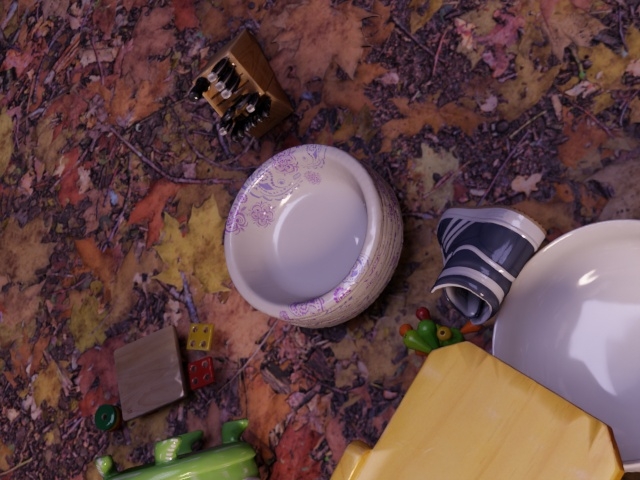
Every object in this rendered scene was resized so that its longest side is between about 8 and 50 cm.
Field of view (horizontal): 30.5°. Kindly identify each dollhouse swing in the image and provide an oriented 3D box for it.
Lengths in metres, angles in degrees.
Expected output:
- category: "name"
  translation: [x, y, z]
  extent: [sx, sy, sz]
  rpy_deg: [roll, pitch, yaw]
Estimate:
- category: "dollhouse swing"
  translation: [0.231, 0.361, 1.561]
  extent: [0.347, 0.315, 0.305]
  rpy_deg: [30, 76, 34]

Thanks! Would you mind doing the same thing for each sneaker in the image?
- category: "sneaker"
  translation: [0.206, 0.036, 1.678]
  extent: [0.153, 0.099, 0.282]
  rpy_deg: [-57, 12, -10]

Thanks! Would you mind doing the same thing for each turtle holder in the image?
- category: "turtle holder"
  translation: [-0.233, 0.425, 1.829]
  extent: [0.320, 0.243, 0.227]
  rpy_deg: [-18, 83, 16]

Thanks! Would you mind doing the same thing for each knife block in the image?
- category: "knife block"
  translation: [-0.162, -0.284, 2.009]
  extent: [0.088, 0.242, 0.275]
  rpy_deg: [-36, 59, 16]

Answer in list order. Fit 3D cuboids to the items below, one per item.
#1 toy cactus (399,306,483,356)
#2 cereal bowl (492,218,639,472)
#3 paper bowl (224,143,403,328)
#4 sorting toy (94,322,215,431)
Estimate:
- category: "toy cactus"
  translation: [0.196, 0.185, 1.705]
  extent: [0.112, 0.219, 0.180]
  rpy_deg: [-28, 104, -5]
- category: "cereal bowl"
  translation: [0.411, 0.147, 1.577]
  extent: [0.339, 0.141, 0.339]
  rpy_deg: [-10, 70, 28]
- category: "paper bowl"
  translation: [0.000, 0.000, 1.874]
  extent: [0.284, 0.148, 0.284]
  rpy_deg: [-10, 69, 28]
- category: "sorting toy"
  translation: [-0.279, 0.230, 2.033]
  extent: [0.274, 0.046, 0.132]
  rpy_deg: [-25, 63, 23]
